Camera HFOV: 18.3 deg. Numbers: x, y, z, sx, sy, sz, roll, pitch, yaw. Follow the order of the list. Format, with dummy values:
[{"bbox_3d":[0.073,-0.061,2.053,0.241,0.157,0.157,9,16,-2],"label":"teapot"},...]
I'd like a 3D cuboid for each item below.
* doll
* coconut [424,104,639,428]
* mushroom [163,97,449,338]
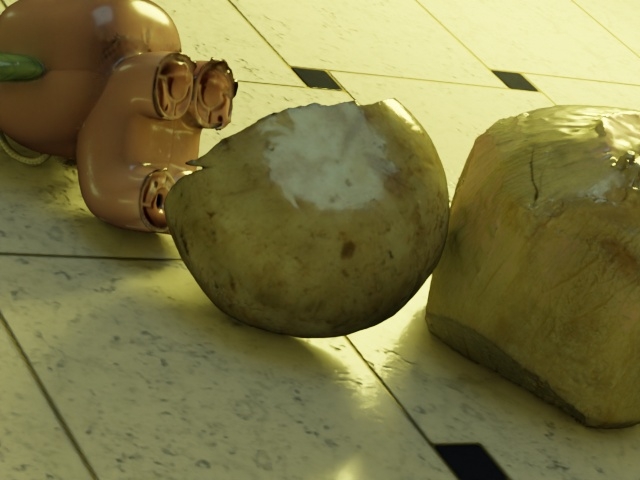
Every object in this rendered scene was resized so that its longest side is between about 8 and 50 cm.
[{"bbox_3d":[-0.227,-0.125,1.847,0.268,0.216,0.284,7,-1,31],"label":"doll"},{"bbox_3d":[0.253,0.008,1.828,0.297,0.254,0.297,15,27,-8],"label":"coconut"},{"bbox_3d":[0.000,0.000,1.757,0.254,0.195,0.189,-17,67,-20],"label":"mushroom"}]
